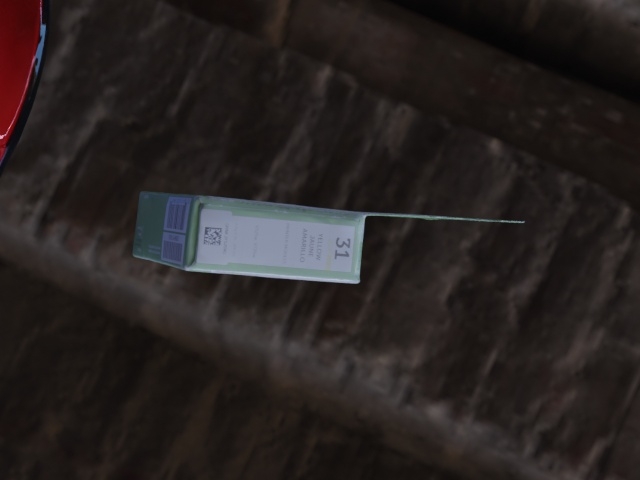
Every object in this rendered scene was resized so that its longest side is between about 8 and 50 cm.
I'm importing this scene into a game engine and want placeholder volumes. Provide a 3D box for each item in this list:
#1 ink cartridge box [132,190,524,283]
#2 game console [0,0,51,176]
[{"bbox_3d":[0.000,0.000,1.042,0.171,0.235,0.056,-174,-90,-71],"label":"ink cartridge box"},{"bbox_3d":[-0.266,-0.087,0.965,0.386,0.060,0.342,-54,-150,35],"label":"game console"}]
